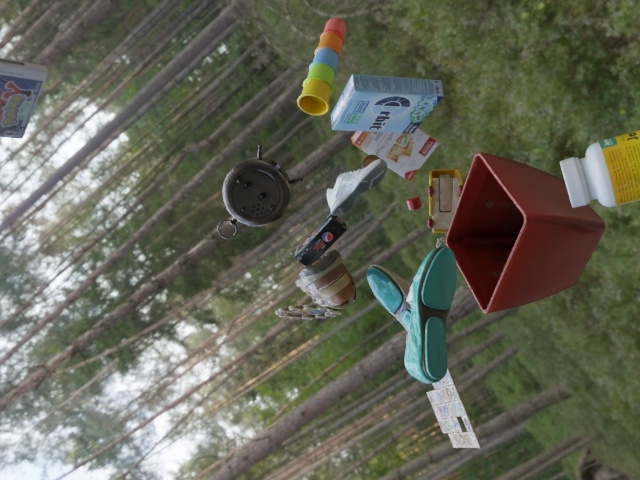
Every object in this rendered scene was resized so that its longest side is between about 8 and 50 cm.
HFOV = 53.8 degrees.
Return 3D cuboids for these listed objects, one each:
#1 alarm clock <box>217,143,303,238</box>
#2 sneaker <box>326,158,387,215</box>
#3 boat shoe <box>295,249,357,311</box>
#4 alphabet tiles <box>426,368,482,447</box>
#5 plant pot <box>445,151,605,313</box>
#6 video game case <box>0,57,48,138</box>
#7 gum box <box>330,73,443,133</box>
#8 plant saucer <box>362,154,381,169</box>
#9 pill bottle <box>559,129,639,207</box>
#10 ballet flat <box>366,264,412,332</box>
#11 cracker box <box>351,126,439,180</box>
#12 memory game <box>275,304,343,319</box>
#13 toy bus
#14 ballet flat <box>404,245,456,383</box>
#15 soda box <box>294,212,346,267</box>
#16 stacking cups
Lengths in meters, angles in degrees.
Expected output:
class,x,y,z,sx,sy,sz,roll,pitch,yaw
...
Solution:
class,x,y,z,sx,sy,sz,roll,pitch,yaw
alarm clock,-0.134,-0.078,1.215,0.129,0.192,0.064,38,-166,-8
sneaker,0.064,-0.114,1.225,0.053,0.152,0.061,11,-133,-49
boat shoe,0.020,0.105,1.420,0.120,0.122,0.324,55,179,5
alphabet tiles,0.332,0.439,1.630,0.237,0.009,0.198,112,138,-70
plant pot,0.469,-0.020,1.429,0.235,0.267,0.267,0,-142,-14
video game case,-0.676,-0.290,1.283,0.183,0.201,0.023,-1,-126,-43
gum box,0.130,-0.272,1.271,0.157,0.184,0.041,127,141,-66
plant saucer,0.153,-0.209,1.843,0.083,0.015,0.083,8,-104,-32
pill bottle,0.528,-0.124,1.078,0.117,0.208,0.118,47,-145,-49
ballet flat,0.204,0.152,1.477,0.248,0.086,0.086,55,-164,18
cracker box,0.235,-0.315,1.993,0.232,0.156,0.067,30,-160,-19
memory game,-0.032,0.199,1.732,0.186,0.186,0.012,26,-122,-58
toy bus,0.358,-0.107,1.808,0.191,0.202,0.104,41,-156,-12
ballet flat,0.187,0.130,1.132,0.083,0.087,0.247,17,-108,-30
soda box,0.000,0.000,1.816,0.060,0.169,0.053,39,-160,-16
stacking cups,0.009,-0.524,1.852,0.096,0.096,0.316,37,-124,-44
